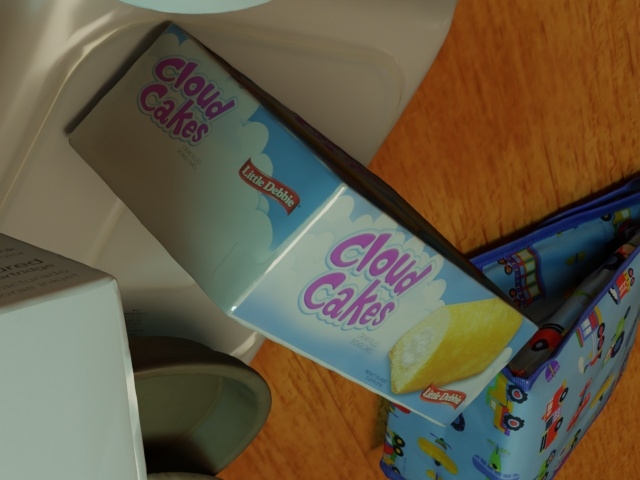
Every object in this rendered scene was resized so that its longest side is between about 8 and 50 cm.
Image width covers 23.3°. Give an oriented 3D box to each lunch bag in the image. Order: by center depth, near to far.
[{"bbox_3d":[0.203,0.085,1.306,0.293,0.138,0.221,-32,144,-32],"label":"lunch bag"}]

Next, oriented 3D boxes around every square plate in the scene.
[{"bbox_3d":[-0.094,-0.023,0.928,0.347,0.049,0.344,3,125,-48],"label":"square plate"}]

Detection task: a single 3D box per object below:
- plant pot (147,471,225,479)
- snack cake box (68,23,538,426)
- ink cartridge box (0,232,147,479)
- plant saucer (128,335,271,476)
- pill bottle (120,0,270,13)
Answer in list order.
[{"bbox_3d":[-0.137,0.373,1.034,0.334,0.305,0.334,-24,153,-13],"label":"plant pot"},{"bbox_3d":[0.000,0.000,0.869,0.089,0.152,0.264,-48,147,6],"label":"snack cake box"},{"bbox_3d":[-0.227,0.103,0.682,0.198,0.270,0.197,-17,110,-35],"label":"ink cartridge box"},{"bbox_3d":[-0.164,0.138,0.984,0.278,0.041,0.278,-22,156,-10],"label":"plant saucer"},{"bbox_3d":[-0.046,-0.255,0.601,0.176,0.176,0.318,-22,142,-28],"label":"pill bottle"}]
